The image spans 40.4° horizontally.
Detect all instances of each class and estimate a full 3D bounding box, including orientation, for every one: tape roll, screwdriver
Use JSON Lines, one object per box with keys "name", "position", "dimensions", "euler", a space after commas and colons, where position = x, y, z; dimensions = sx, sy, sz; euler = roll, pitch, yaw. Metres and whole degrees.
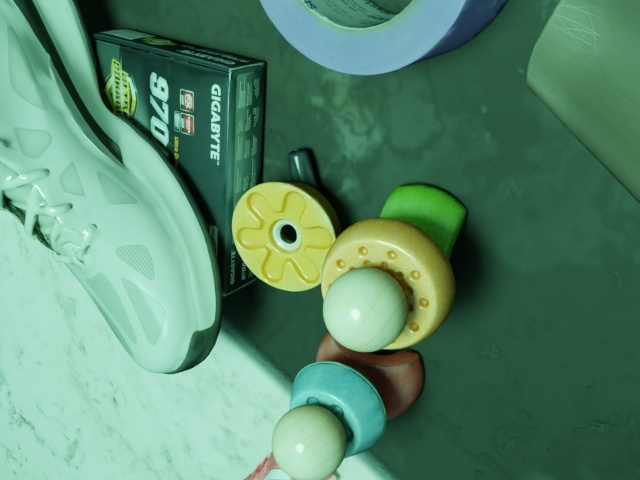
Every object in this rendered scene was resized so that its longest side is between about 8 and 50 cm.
{"name": "tape roll", "position": [0.043, -0.217, 0.614], "dimensions": [0.189, 0.080, 0.188], "euler": [15, 117, 31]}
{"name": "screwdriver", "position": [0.000, 0.000, 0.776], "dimensions": [0.025, 0.024, 0.169], "euler": [14, 122, 64]}

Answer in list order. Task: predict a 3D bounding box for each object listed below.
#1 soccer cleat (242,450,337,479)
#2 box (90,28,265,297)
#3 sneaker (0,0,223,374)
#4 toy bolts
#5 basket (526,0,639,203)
{"name": "soccer cleat", "position": [-0.055, 0.264, 0.892], "dimensions": [0.095, 0.083, 0.248], "euler": [38, 130, 24]}
{"name": "box", "position": [-0.138, -0.077, 0.826], "dimensions": [0.175, 0.051, 0.220], "euler": [21, 119, 30]}
{"name": "sneaker", "position": [-0.281, -0.050, 0.743], "dimensions": [0.169, 0.257, 0.447], "euler": [-32, 87, 43]}
{"name": "toy bolts", "position": [-0.004, 0.074, 0.702], "dimensions": [0.218, 0.158, 0.228], "euler": [14, 118, 21]}
{"name": "basket", "position": [0.244, -0.072, 0.482], "dimensions": [0.227, 0.154, 0.204], "euler": [43, 127, 19]}
